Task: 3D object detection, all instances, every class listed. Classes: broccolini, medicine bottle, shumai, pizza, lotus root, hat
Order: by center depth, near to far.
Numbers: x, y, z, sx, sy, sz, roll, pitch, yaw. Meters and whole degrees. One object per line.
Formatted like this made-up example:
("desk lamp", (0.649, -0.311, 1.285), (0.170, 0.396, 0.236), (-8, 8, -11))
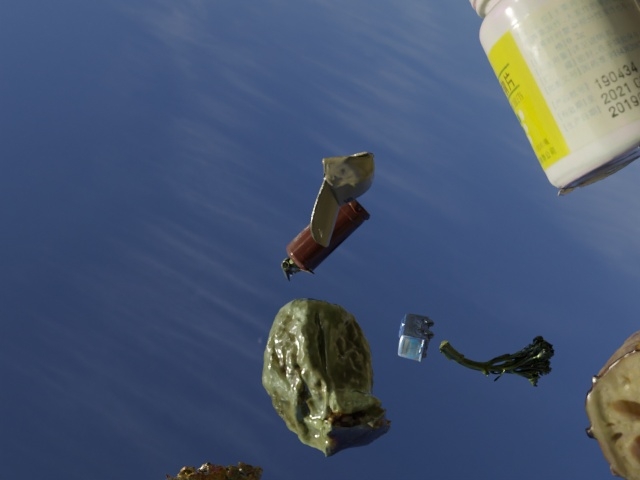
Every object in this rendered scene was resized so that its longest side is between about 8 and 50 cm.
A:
("medicine bottle", (0.361, -0.279, 1.022), (0.213, 0.213, 0.379), (-16, -101, -43))
("lotus root", (0.585, 0.231, 1.101), (0.316, 0.316, 0.250), (35, -150, 12))
("hat", (0.041, -0.071, 1.199), (0.084, 0.175, 0.147), (13, -170, 6))
("shumai", (0.030, 0.231, 1.247), (0.225, 0.261, 0.222), (-8, -173, -42))
("broccolini", (0.371, 0.232, 1.443), (0.271, 0.123, 0.062), (15, -157, -21))
("pizza", (-0.240, 0.515, 1.498), (0.226, 0.147, 0.069), (3, -126, -27))

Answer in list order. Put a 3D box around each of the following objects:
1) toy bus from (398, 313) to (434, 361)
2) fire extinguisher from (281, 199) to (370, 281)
("toy bus", (0.274, 0.273, 2.026), (0.094, 0.079, 0.236), (18, -168, 5))
("fire extinguisher", (0.000, 0.000, 1.745), (0.105, 0.269, 0.105), (45, -175, -5))
